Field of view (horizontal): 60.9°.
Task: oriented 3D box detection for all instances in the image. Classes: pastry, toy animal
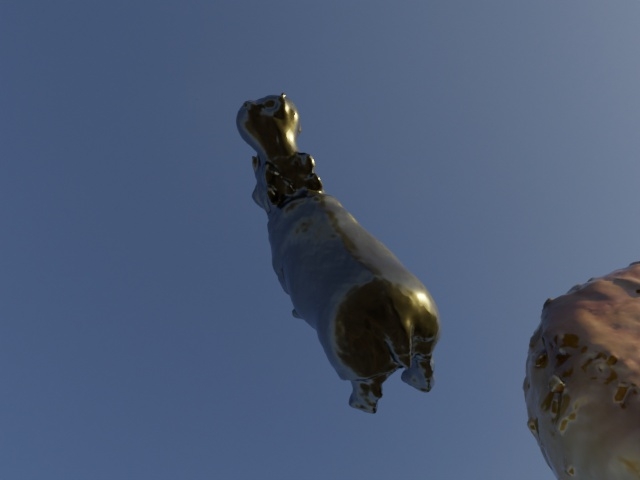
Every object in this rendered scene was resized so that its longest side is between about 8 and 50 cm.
[{"bbox_3d":[0.309,0.145,0.425,0.285,0.315,0.184,1,-64,18],"label":"pastry"},{"bbox_3d":[-0.003,0.006,0.561,0.106,0.343,0.168,-21,-34,-16],"label":"toy animal"}]
